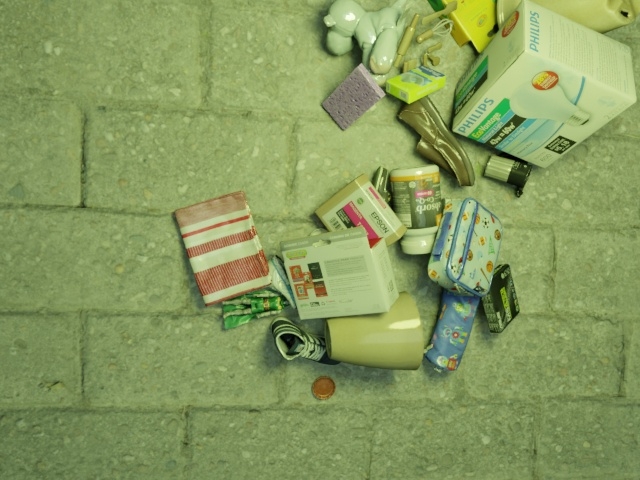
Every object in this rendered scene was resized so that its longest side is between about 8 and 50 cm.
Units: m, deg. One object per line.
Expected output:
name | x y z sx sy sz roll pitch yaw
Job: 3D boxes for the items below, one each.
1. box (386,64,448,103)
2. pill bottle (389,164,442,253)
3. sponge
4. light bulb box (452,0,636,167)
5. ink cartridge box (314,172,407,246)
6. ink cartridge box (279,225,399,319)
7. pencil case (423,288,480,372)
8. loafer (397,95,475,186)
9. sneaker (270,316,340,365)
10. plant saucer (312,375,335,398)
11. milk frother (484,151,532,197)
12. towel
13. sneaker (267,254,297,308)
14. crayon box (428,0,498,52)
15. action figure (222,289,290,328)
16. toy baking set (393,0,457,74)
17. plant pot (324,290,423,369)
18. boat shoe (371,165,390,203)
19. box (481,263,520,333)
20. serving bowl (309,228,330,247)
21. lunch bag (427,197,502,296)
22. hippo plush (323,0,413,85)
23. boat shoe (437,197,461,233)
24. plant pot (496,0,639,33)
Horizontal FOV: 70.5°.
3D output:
box | 0.311 -0.502 1.442 0.178 0.109 0.042 -30 141 -21
pill bottle | 0.319 -0.104 1.495 0.162 0.162 0.278 -9 101 -6
sponge | 0.100 -0.442 1.416 0.117 0.210 0.031 48 56 -9
light bulb box | 0.657 -0.456 1.381 0.361 0.358 0.225 18 62 -9
ink cartridge box | 0.128 -0.064 1.456 0.193 0.088 0.234 -37 90 33
ink cartridge box | 0.057 0.091 1.423 0.309 0.130 0.271 -10 103 28
pencil case | 0.456 0.302 1.584 0.133 0.119 0.306 16 94 -7
loafer | 0.384 -0.320 1.514 0.130 0.134 0.366 -34 90 17
sneaker | -0.039 0.360 1.506 0.282 0.153 0.099 29 92 -10
plant saucer | 0.012 0.520 1.602 0.084 0.013 0.083 -1 97 -8
milk frother | 0.646 -0.220 1.568 0.135 0.129 0.143 24 128 24
towel | -0.313 0.024 1.466 0.237 0.037 0.329 -18 90 -3
sneaker | -0.134 0.149 1.513 0.083 0.071 0.190 -30 80 9
crayon box | 0.487 -0.793 1.484 0.202 0.081 0.318 -39 99 -2
action figure | -0.209 0.216 1.518 0.232 0.063 0.137 -6 94 -10
toy baking set | 0.334 -0.642 1.445 0.197 0.030 0.256 -10 134 -36
plant pot | 0.157 0.303 1.471 0.274 0.256 0.256 -4 97 -9
boat shoe | 0.197 -0.134 1.521 0.069 0.081 0.227 11 103 -6
box | 0.627 0.200 1.584 0.184 0.045 0.190 -24 101 -45
serving bowl | 0.000 0.000 1.535 0.083 0.027 0.083 -1 97 -7
lunch bag | 0.463 0.028 1.450 0.243 0.115 0.303 30 69 -33
hippo plush | 0.120 -0.618 1.368 0.237 0.294 0.234 19 62 1
boat shoe | 0.450 -0.017 1.559 0.084 0.095 0.258 5 97 -4
plant pot | 0.769 -0.730 1.364 0.334 0.305 0.333 -5 100 -30
